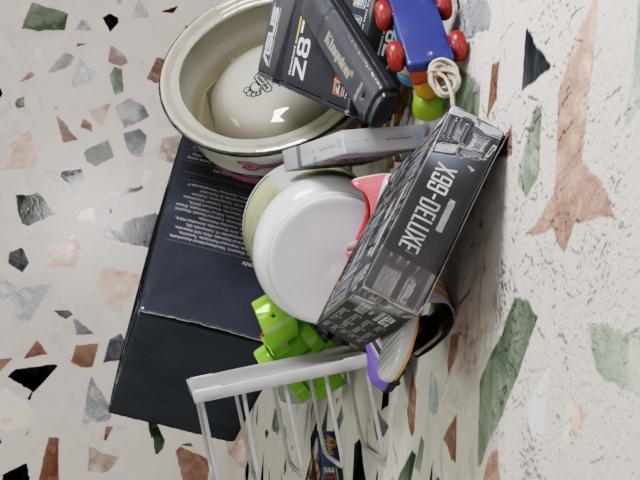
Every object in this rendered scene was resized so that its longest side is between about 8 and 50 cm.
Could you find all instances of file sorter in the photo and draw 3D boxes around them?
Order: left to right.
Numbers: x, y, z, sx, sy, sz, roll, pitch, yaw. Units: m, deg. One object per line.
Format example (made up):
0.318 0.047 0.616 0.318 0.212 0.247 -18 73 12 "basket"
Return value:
-0.056 0.282 1.792 0.193 0.278 0.173 169 90 -80 "file sorter"

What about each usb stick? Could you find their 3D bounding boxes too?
0.040 -0.277 1.651 0.077 0.045 0.278 -56 44 33 "usb stick"

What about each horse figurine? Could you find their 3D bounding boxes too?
0.106 -0.222 1.840 0.263 0.066 0.174 -123 32 -71 "horse figurine"

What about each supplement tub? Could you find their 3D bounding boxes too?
0.000 0.000 1.829 0.325 0.235 0.235 -124 40 -76 "supplement tub"

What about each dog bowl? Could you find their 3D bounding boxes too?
-0.080 -0.277 2.081 0.150 0.408 0.408 70 -164 -55 "dog bowl"

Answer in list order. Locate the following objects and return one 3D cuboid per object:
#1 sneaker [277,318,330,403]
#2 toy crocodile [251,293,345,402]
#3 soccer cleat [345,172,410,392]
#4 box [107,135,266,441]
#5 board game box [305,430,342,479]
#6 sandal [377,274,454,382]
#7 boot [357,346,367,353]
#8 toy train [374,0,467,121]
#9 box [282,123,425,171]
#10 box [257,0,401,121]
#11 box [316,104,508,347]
-0.040 0.181 2.299 0.323 0.130 0.236 102 166 -65 "sneaker"
-0.037 0.198 2.001 0.105 0.115 0.340 54 -178 32 "toy crocodile"
0.084 0.061 1.633 0.108 0.116 0.318 -137 53 -79 "soccer cleat"
-0.225 0.093 2.354 0.480 0.297 0.471 117 164 -54 "box"
-0.002 0.504 2.150 0.165 0.042 0.243 -97 15 -52 "board game box"
0.125 0.113 1.434 0.102 0.076 0.265 -61 4 26 "sandal"
0.077 0.159 1.894 0.087 0.042 0.118 99 173 -69 "boot"
0.146 -0.215 1.533 0.143 0.105 0.248 81 178 -51 "toy train"
0.049 -0.139 1.711 0.186 0.145 0.038 -12 85 59 "box"
0.046 -0.415 1.789 0.318 0.097 0.395 35 115 56 "box"
0.103 -0.005 1.402 0.242 0.076 0.307 -63 4 -17 "box"
